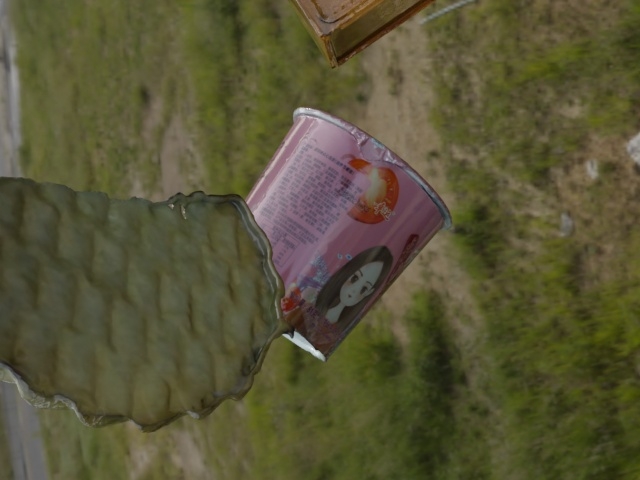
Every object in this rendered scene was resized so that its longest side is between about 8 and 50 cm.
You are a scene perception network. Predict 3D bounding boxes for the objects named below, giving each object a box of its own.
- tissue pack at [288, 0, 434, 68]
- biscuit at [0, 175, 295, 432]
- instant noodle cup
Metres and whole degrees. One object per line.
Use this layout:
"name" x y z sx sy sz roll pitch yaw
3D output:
"tissue pack" -0.011 -0.299 0.752 0.275 0.145 0.194 56 -173 -2
"biscuit" -0.127 0.038 0.592 0.036 0.273 0.187 -48 53 34
"instant noodle cup" 0.000 0.000 1.143 0.231 0.243 0.243 -54 29 -9
